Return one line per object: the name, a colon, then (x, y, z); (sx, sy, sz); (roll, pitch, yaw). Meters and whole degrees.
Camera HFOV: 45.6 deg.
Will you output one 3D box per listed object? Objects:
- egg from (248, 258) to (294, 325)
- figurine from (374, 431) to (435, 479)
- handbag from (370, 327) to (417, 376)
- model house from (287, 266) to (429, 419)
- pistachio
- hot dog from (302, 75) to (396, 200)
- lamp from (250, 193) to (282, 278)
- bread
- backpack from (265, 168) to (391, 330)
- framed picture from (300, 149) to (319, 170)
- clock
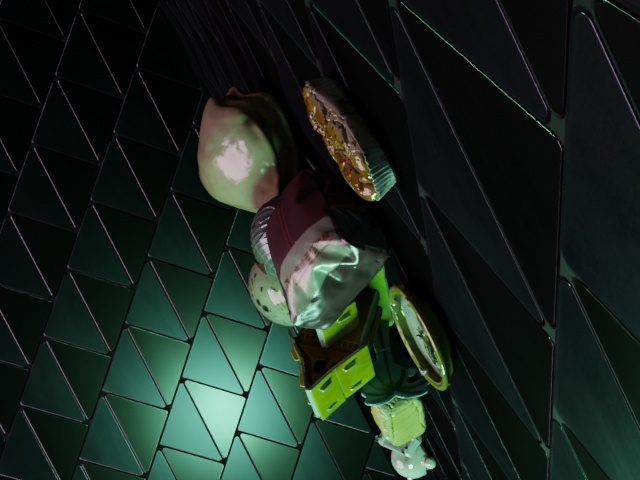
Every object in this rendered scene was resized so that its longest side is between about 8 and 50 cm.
egg: (-0.090, 0.145, 2.525); (0.287, 0.287, 0.379); (66, 164, -18)
figurine: (0.286, 0.689, 2.463); (0.257, 0.182, 0.144); (61, -143, -37)
handbag: (0.104, 0.298, 1.977); (0.175, 0.270, 0.089); (-113, 27, -51)
model house: (0.085, 0.240, 1.771); (0.300, 0.340, 0.323); (74, -149, -52)
pistachio: (-0.198, -0.242, 2.088); (0.365, 0.281, 0.445); (66, 156, -1)
hot dog: (0.046, -0.179, 1.345); (0.268, 0.075, 0.144); (56, 169, 34)
lamp: (-0.067, -0.004, 1.937); (0.233, 0.233, 0.265); (60, 150, 22)
bread: (0.219, 0.483, 2.156); (0.106, 0.140, 0.236); (52, 166, 41)
backpack: (0.000, 0.000, 1.655); (0.197, 0.283, 0.317); (17, -146, -37)
framed picture: (0.029, -0.083, 1.982); (0.216, 0.016, 0.273); (56, 169, 43)
clock: (0.213, 0.189, 1.543); (0.237, 0.057, 0.237); (62, 170, 19)
